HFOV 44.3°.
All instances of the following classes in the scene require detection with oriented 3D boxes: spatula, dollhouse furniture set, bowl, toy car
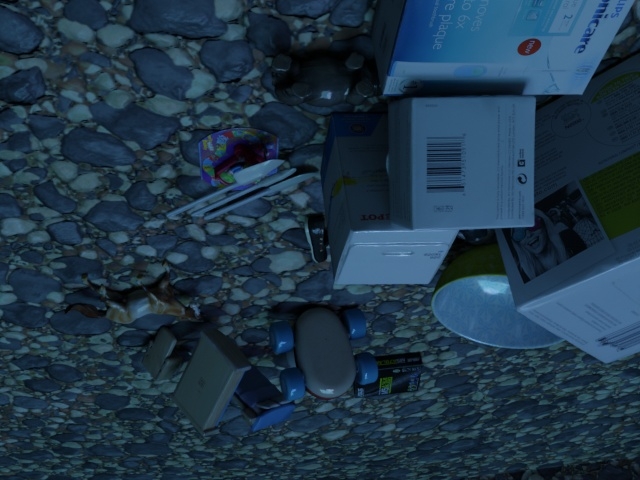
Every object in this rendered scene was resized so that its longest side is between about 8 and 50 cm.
[{"bbox_3d":[-0.141,-0.085,1.358,0.242,0.019,0.168,-20,172,24],"label":"spatula"},{"bbox_3d":[-0.202,0.286,1.879,0.303,0.286,0.198,-2,126,-53],"label":"dollhouse furniture set"},{"bbox_3d":[0.375,0.083,1.570,0.289,0.156,0.289,12,149,7],"label":"bowl"},{"bbox_3d":[-0.014,0.285,1.864,0.219,0.210,0.238,-9,162,-19],"label":"toy car"}]

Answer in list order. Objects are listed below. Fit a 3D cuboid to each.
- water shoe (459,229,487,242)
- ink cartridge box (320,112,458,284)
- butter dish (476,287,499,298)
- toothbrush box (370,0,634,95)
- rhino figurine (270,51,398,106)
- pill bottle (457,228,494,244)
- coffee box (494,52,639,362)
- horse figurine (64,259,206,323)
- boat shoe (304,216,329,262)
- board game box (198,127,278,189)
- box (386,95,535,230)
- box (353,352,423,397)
[{"bbox_3d":[0.233,-0.079,1.307,0.072,0.203,0.080,-19,130,23],"label":"water shoe"},{"bbox_3d":[0.101,-0.066,1.278,0.171,0.233,0.168,-1,148,-10],"label":"ink cartridge box"},{"bbox_3d":[0.363,0.119,1.730,0.159,0.118,0.160,-6,148,1],"label":"butter dish"},{"bbox_3d":[0.232,-0.305,1.028,0.295,0.126,0.216,-2,148,-10],"label":"toothbrush box"},{"bbox_3d":[0.044,-0.232,1.144,0.243,0.073,0.106,-1,-179,-11],"label":"rhino figurine"},{"bbox_3d":[0.273,-0.047,1.487,0.078,0.078,0.137,-25,144,26],"label":"pill bottle"},{"bbox_3d":[0.508,-0.043,1.299,0.338,0.335,0.337,-30,141,30],"label":"coffee box"},{"bbox_3d":[-0.390,0.123,1.642,0.263,0.066,0.174,-12,142,3],"label":"horse figurine"},{"bbox_3d":[0.000,0.002,1.537,0.042,0.049,0.133,-3,144,8],"label":"boat shoe"},{"bbox_3d":[-0.137,-0.123,1.329,0.133,0.033,0.169,-3,147,-7],"label":"board game box"},{"bbox_3d":[0.195,-0.109,1.101,0.181,0.181,0.119,-3,-172,-12],"label":"box"},{"bbox_3d":[0.182,0.374,2.166,0.184,0.045,0.191,-7,147,-4],"label":"box"}]
